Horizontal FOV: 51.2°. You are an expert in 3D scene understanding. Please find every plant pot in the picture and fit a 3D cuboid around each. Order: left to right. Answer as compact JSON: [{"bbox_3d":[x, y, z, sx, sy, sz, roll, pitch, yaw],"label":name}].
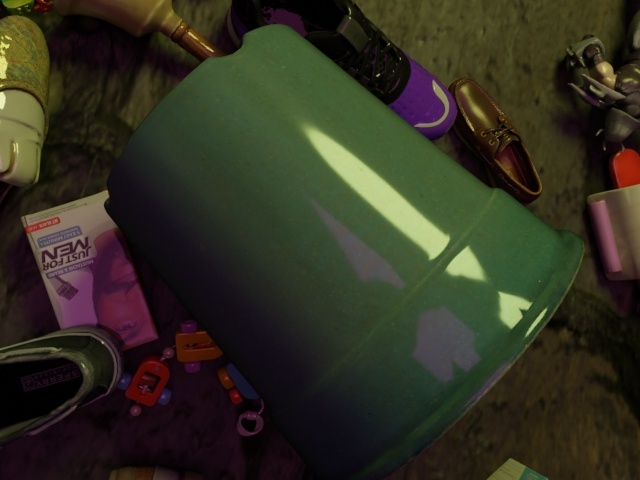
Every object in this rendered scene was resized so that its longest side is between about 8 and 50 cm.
[{"bbox_3d":[0.000,0.000,0.645,0.334,0.341,0.341,44,80,3],"label":"plant pot"}]

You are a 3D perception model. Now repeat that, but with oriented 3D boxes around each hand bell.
[{"bbox_3d":[-0.147,-0.226,0.737,0.242,0.126,0.126,34,81,-20],"label":"hand bell"}]

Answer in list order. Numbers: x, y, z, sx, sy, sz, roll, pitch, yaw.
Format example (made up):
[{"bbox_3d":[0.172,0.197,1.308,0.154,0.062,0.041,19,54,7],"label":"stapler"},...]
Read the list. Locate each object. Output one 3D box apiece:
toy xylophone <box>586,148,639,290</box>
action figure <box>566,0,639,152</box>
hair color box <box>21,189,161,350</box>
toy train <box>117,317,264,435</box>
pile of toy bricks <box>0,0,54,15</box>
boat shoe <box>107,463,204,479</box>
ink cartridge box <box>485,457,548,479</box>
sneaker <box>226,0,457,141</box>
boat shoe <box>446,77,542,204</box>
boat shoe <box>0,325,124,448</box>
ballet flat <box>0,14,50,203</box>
[{"bbox_3d":[0.508,-0.013,0.851,0.323,0.081,0.236,-7,89,-11],"label":"toy xylophone"},{"bbox_3d":[0.416,-0.240,0.842,0.186,0.099,0.284,25,87,-16],"label":"action figure"},{"bbox_3d":[-0.243,0.040,0.716,0.093,0.053,0.167,-20,93,-11],"label":"hair color box"},{"bbox_3d":[-0.131,0.149,0.741,0.166,0.046,0.125,22,102,-16],"label":"toy train"},{"bbox_3d":[-0.311,-0.274,0.681,0.212,0.118,0.105,-26,85,-11],"label":"pile of toy bricks"},{"bbox_3d":[-0.202,0.385,0.685,0.104,0.113,0.302,13,74,-9],"label":"boat shoe"},{"bbox_3d":[0.214,0.343,0.771,0.143,0.092,0.089,-38,94,-11],"label":"ink cartridge box"},{"bbox_3d":[0.031,-0.199,0.734,0.294,0.146,0.102,27,82,-8],"label":"sneaker"},{"bbox_3d":[0.215,-0.123,0.810,0.064,0.060,0.177,-32,93,-11],"label":"boat shoe"},{"bbox_3d":[-0.343,0.164,0.641,0.302,0.102,0.108,-16,92,4],"label":"boat shoe"},{"bbox_3d":[-0.351,-0.055,0.662,0.123,0.123,0.348,33,85,-8],"label":"ballet flat"}]
